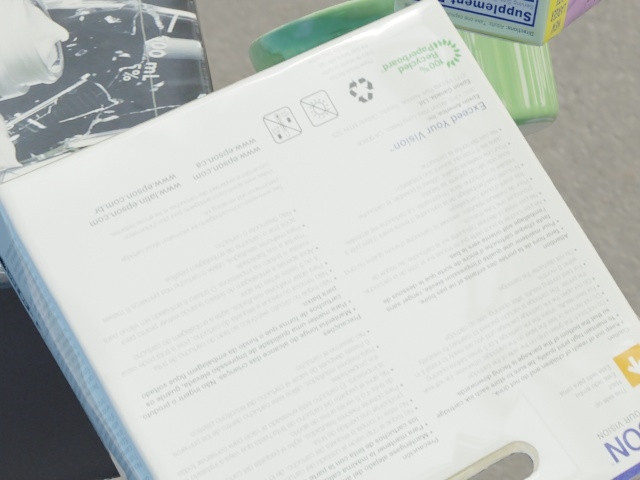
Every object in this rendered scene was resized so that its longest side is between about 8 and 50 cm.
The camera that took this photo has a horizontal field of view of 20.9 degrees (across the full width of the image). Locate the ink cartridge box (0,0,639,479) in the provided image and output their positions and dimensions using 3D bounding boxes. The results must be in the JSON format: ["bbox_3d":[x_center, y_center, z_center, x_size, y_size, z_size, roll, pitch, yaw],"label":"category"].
[{"bbox_3d":[0.013,0.036,0.701,0.224,0.223,0.045,59,154,12],"label":"ink cartridge box"}]

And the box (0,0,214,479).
[{"bbox_3d":[-0.209,-0.031,1.004,0.312,0.179,0.343,-10,46,-4],"label":"box"}]

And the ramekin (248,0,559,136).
[{"bbox_3d":[0.091,-0.155,1.727,0.303,0.303,0.148,-15,88,35],"label":"ramekin"}]

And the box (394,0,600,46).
[{"bbox_3d":[0.160,-0.292,1.294,0.117,0.213,0.243,16,113,18],"label":"box"}]
